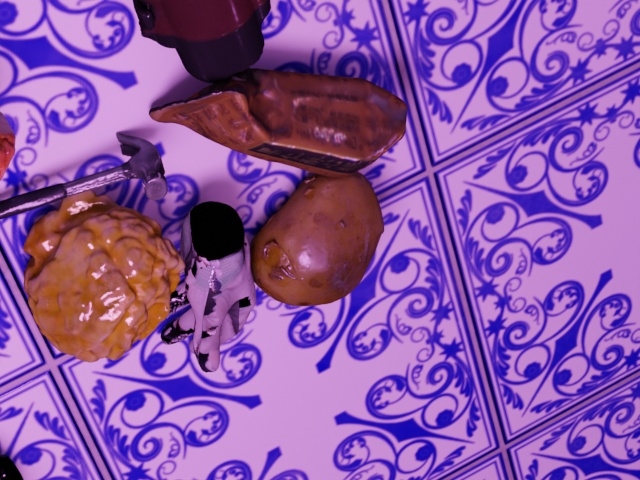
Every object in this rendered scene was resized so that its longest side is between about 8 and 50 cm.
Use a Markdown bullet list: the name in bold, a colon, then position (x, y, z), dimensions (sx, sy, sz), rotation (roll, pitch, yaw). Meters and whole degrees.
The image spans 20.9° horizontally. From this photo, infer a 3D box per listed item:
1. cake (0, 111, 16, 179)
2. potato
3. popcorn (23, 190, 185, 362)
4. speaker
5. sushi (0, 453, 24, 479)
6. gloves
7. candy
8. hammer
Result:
- **cake**: position (-0.408, -0.127, 1.643), dimensions (0.159, 0.158, 0.262), rotation (-39, 130, -6)
- **potato**: position (0.000, 0.000, 1.978), dimensions (0.176, 0.137, 0.137), rotation (-50, 130, 6)
- **popcorn**: position (-0.237, 0.038, 1.853), dimensions (0.180, 0.170, 0.180), rotation (-1, 127, -1)
- **speaker**: position (-0.100, -0.330, 1.693), dimensions (0.259, 0.198, 0.329), rotation (-43, 143, -10)
- **sushi**: position (-0.416, 0.356, 1.923), dimensions (0.225, 0.219, 0.238), rotation (-7, 123, -21)
- **gloves**: position (-0.123, 0.056, 1.947), dimensions (0.111, 0.127, 0.212), rotation (-32, 153, -22)
- **candy**: position (-0.039, -0.133, 1.871), dimensions (0.271, 0.143, 0.101), rotation (6, 75, -30)
- **hammer**: position (-0.285, -0.051, 1.823), dimensions (0.246, 0.103, 0.029), rotation (-16, 128, -2)
